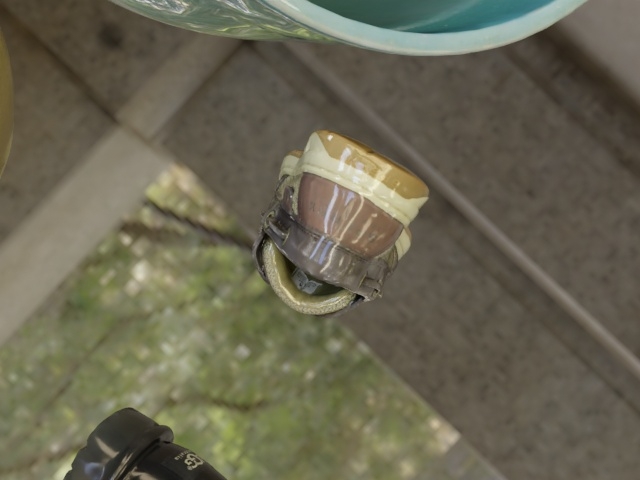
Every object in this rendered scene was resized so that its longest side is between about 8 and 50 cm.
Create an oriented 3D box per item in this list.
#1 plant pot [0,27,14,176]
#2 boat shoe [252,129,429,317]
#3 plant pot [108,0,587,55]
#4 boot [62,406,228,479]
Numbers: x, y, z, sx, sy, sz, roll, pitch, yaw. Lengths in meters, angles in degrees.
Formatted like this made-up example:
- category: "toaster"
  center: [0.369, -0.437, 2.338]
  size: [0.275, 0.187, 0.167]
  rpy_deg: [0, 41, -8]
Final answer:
- category: "plant pot"
  center: [-0.244, -0.033, 0.773]
  size: [0.212, 0.212, 0.187]
  rpy_deg: [21, 153, -12]
- category: "boat shoe"
  center: [0.000, 0.000, 0.620]
  size: [0.056, 0.049, 0.152]
  rpy_deg: [32, 171, 4]
- category: "plant pot"
  center: [-0.037, -0.199, 0.717]
  size: [0.271, 0.272, 0.255]
  rpy_deg: [43, 158, -27]
- category: "boot"
  center: [-0.064, 0.230, 0.885]
  size: [0.207, 0.246, 0.094]
  rpy_deg: [32, -167, 16]
